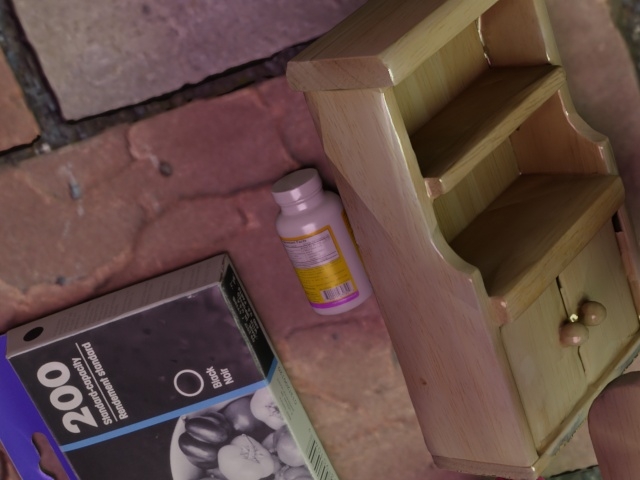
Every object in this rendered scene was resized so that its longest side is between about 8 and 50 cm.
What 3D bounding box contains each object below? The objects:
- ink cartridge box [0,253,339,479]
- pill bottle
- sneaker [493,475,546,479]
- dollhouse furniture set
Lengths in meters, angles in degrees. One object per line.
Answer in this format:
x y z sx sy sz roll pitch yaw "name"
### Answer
-0.111 0.133 1.104 0.208 0.045 0.206 -19 112 17 "ink cartridge box"
0.000 0.000 1.025 0.043 0.043 0.083 -18 111 15 "pill bottle"
0.108 0.256 1.100 0.111 0.103 0.252 24 129 -23 "sneaker"
0.217 -0.018 0.826 0.394 0.362 0.256 1 122 41 "dollhouse furniture set"
